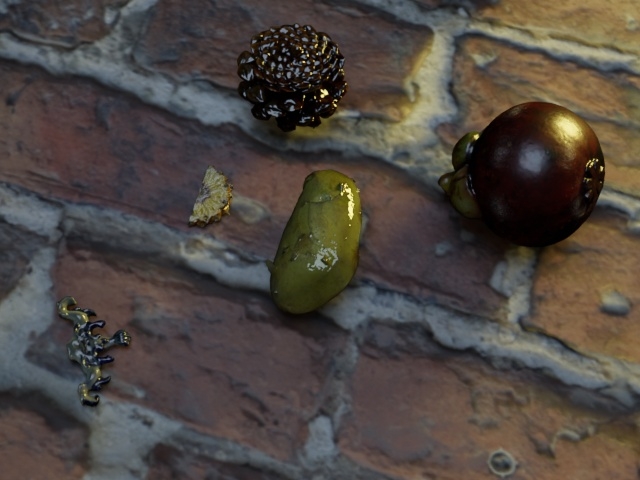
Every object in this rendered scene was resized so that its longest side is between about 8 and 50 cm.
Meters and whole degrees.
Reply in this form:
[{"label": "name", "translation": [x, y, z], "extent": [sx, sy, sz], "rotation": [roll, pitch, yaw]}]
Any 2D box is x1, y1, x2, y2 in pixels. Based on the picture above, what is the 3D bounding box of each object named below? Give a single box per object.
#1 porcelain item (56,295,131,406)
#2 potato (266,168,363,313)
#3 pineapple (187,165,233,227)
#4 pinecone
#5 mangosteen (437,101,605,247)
[{"label": "porcelain item", "translation": [-0.256, 0.121, 1.452], "extent": [0.075, 0.021, 0.136], "rotation": [-15, 68, -11]}, {"label": "potato", "translation": [0.000, 0.000, 1.475], "extent": [0.105, 0.085, 0.188], "rotation": [-2, 61, 23]}, {"label": "pineapple", "translation": [-0.129, -0.051, 1.530], "extent": [0.045, 0.019, 0.083], "rotation": [11, 67, 11]}, {"label": "pinecone", "translation": [-0.035, -0.194, 1.537], "extent": [0.140, 0.121, 0.140], "rotation": [-1, 63, 2]}, {"label": "mangosteen", "translation": [0.233, -0.078, 1.472], "extent": [0.199, 0.200, 0.200], "rotation": [0, 66, 0]}]
